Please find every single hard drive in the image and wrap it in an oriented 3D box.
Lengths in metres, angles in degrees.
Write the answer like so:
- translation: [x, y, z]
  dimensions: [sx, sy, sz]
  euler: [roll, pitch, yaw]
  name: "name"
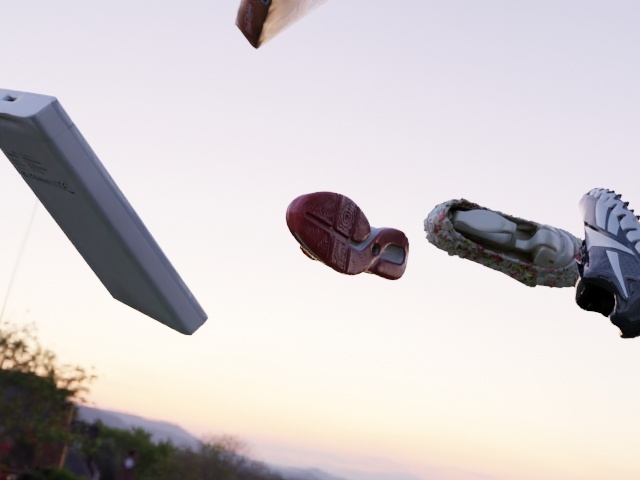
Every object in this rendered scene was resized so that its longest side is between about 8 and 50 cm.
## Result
- translation: [-0.303, -0.037, 1.046]
  dimensions: [0.233, 0.047, 0.353]
  euler: [16, -37, 48]
  name: "hard drive"

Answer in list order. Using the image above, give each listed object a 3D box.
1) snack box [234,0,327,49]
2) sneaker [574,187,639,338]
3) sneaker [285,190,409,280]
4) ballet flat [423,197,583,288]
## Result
- translation: [0.001, -0.154, 0.372]
  dimensions: [0.022, 0.064, 0.178]
  euler: [49, -20, 2]
  name: "snack box"
- translation: [0.303, 0.022, 0.837]
  dimensions: [0.106, 0.234, 0.078]
  euler: [-37, -64, 14]
  name: "sneaker"
- translation: [0.000, 0.000, 0.937]
  dimensions: [0.128, 0.087, 0.221]
  euler: [4, -16, 37]
  name: "sneaker"
- translation: [0.251, 0.004, 1.024]
  dimensions: [0.241, 0.091, 0.077]
  euler: [13, -23, -1]
  name: "ballet flat"
